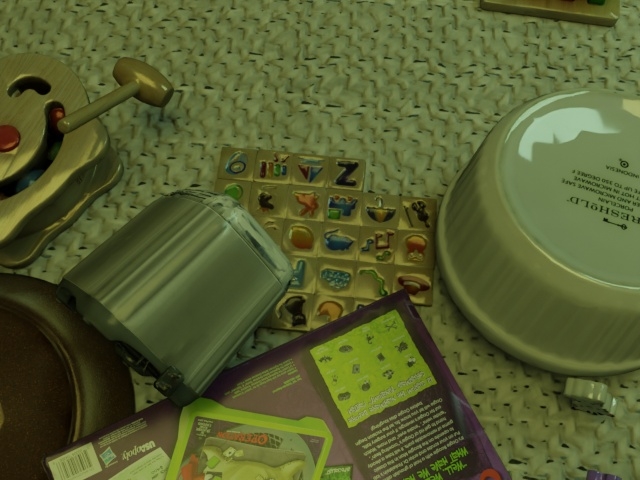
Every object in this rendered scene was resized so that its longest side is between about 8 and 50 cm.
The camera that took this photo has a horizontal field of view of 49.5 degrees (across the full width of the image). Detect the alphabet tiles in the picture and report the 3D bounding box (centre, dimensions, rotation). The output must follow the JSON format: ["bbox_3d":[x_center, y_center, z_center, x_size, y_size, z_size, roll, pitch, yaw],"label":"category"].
[{"bbox_3d":[0.000,0.000,0.718,0.237,0.009,0.198,6,68,2],"label":"alphabet tiles"}]

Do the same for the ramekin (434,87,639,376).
[{"bbox_3d":[0.251,-0.021,0.644,0.273,0.127,0.272,1,60,-2],"label":"ramekin"}]

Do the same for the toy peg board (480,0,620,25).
[{"bbox_3d":[0.283,-0.352,0.819,0.161,0.079,0.161,9,68,4],"label":"toy peg board"}]

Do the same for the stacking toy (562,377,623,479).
[{"bbox_3d":[0.283,0.214,0.558,0.221,0.052,0.167,5,63,38],"label":"stacking toy"}]

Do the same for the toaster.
[{"bbox_3d":[-0.123,0.040,0.591,0.146,0.227,0.129,-48,112,-18],"label":"toaster"}]

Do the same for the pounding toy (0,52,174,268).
[{"bbox_3d":[-0.291,-0.111,0.683,0.154,0.155,0.269,39,73,10],"label":"pounding toy"}]

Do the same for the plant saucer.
[{"bbox_3d":[-0.330,0.170,0.631,0.311,0.050,0.310,0,69,0],"label":"plant saucer"}]

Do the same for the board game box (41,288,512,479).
[{"bbox_3d":[-0.030,0.203,0.593,0.347,0.056,0.208,-23,69,-15],"label":"board game box"}]
